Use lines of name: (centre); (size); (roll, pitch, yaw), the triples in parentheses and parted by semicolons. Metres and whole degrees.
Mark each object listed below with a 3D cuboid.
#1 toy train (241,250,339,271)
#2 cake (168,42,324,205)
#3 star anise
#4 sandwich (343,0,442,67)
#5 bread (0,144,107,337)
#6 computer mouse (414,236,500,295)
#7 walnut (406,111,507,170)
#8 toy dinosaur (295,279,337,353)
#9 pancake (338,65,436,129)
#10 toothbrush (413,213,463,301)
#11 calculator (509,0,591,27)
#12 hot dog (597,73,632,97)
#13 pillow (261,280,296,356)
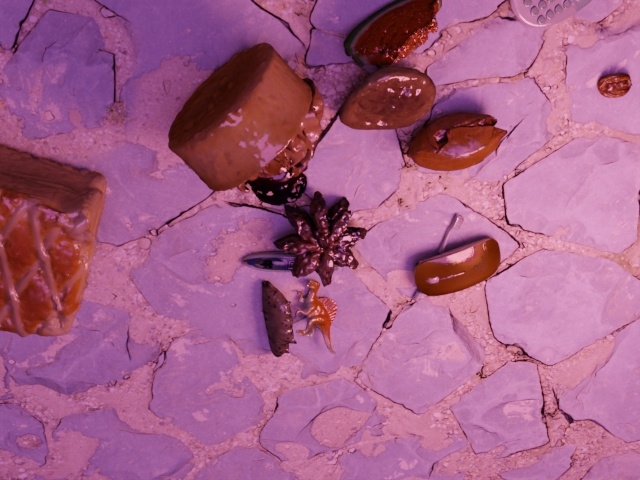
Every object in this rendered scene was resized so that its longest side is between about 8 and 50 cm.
toy train: (-0.078, 0.058, 1.978); (0.252, 0.048, 0.055); (-2, 115, -7)
cake: (-0.125, -0.219, 1.681); (0.332, 0.332, 0.321); (-40, 121, 13)
star anise: (-0.001, -0.001, 1.905); (0.223, 0.109, 0.236); (-30, 99, 5)
sandwich: (0.181, -0.463, 1.698); (0.235, 0.159, 0.079); (-43, 138, -9)
bread: (-0.703, 0.006, 1.738); (0.371, 0.279, 0.390); (17, 116, -14)
computer mouse: (0.369, 0.072, 2.031); (0.245, 0.056, 0.126); (-18, 122, -4)
walnut: (0.329, -0.238, 1.842); (0.245, 0.137, 0.137); (-11, 118, 1)
toy dinosaur: (-0.001, 0.205, 2.073); (0.212, 0.057, 0.142); (38, 90, -34)
pancake: (0.154, -0.310, 1.750); (0.242, 0.050, 0.242); (-12, 155, -5)
toothbrush: (0.316, 0.051, 2.047); (0.025, 0.019, 0.276); (14, 114, -23)
calculator: (0.562, -0.612, 1.727); (0.295, 0.042, 0.184); (-40, 115, 16)
hot dog: (0.726, -0.381, 1.871); (0.083, 0.035, 0.058); (-9, 114, -3)
pillow: (-0.108, 0.217, 2.040); (0.093, 0.051, 0.241); (8, 119, 29)
